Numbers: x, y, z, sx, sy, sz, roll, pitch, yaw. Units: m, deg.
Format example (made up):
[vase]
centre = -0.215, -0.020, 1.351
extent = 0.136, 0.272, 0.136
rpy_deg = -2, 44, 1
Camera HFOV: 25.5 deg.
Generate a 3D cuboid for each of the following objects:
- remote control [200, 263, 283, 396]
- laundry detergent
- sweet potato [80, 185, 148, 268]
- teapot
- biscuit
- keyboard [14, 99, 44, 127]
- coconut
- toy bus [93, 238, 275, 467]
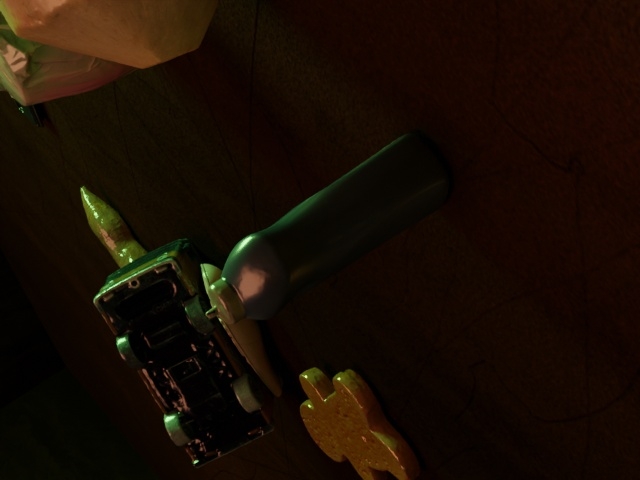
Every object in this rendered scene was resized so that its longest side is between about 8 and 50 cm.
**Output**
[remote control]
centre = -0.099, 0.113, 1.858
extent = 0.229, 0.044, 0.073
rpy_deg = 60, 180, -37
[laundry detergent]
centre = -0.001, -0.001, 1.075
extent = 0.061, 0.206, 0.096
rpy_deg = 55, 165, 7
[sweet potato]
centre = -0.319, 0.002, 2.250
extent = 0.218, 0.051, 0.065
rpy_deg = 52, 167, 17
[teapot]
centre = -0.297, -0.243, 1.503
extent = 0.221, 0.178, 0.163
rpy_deg = 46, 160, 35
[biscuit]
centre = 0.037, 0.219, 1.682
extent = 0.165, 0.036, 0.250
rpy_deg = 57, 160, 0
[keyboard]
centre = -0.496, -0.280, 2.265
extent = 0.094, 0.025, 0.230
rpy_deg = 42, 159, 35
[coconut]
centre = -0.178, -0.243, 1.144
extent = 0.237, 0.197, 0.237
rpy_deg = 47, 155, 29
[toy bus]
centre = -0.178, 0.143, 1.913
extent = 0.275, 0.139, 0.167
rpy_deg = 60, -171, -15
